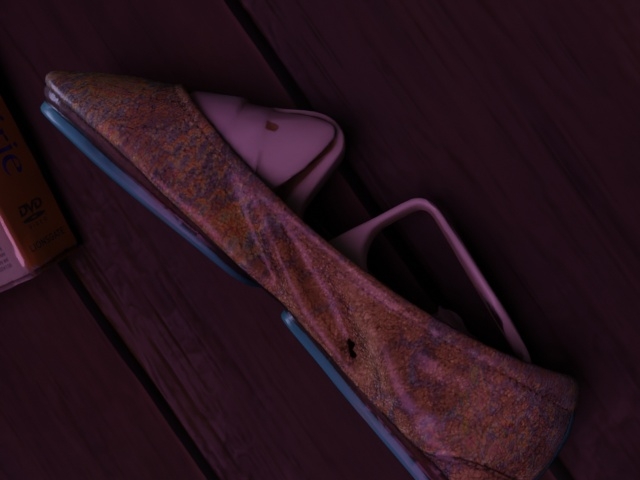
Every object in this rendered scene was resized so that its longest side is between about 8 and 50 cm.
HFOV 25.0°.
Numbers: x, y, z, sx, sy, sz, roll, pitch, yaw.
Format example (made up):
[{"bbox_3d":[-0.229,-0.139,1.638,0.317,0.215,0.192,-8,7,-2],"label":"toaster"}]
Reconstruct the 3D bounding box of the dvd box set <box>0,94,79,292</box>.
[{"bbox_3d":[-0.373,-0.121,0.926,0.308,0.062,0.420,-23,98,29],"label":"dvd box set"}]

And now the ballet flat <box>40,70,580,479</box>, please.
[{"bbox_3d":[0.000,0.000,0.791,0.348,0.123,0.123,44,116,11],"label":"ballet flat"}]
